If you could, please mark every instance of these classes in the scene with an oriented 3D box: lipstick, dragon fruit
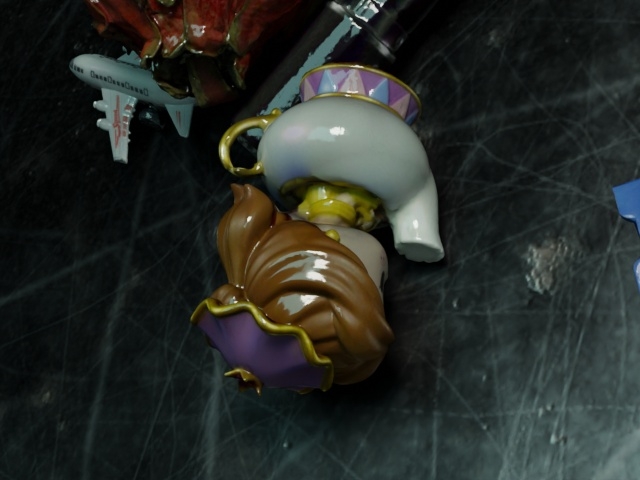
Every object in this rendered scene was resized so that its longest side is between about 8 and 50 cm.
[{"bbox_3d":[0.042,-0.184,1.135,0.299,0.081,0.081,-49,49,4],"label":"lipstick"},{"bbox_3d":[-0.098,-0.261,1.140,0.244,0.244,0.299,-14,79,27],"label":"dragon fruit"}]

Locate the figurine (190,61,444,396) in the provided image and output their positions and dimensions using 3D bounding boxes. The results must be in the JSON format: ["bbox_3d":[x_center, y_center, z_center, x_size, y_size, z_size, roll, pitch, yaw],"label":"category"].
[{"bbox_3d":[0.000,0.000,1.019,0.189,0.142,0.263,14,67,2],"label":"figurine"}]

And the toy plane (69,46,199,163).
[{"bbox_3d":[-0.173,-0.149,1.270,0.171,0.065,0.162,16,75,40],"label":"toy plane"}]

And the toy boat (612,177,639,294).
[{"bbox_3d":[0.345,-0.018,0.846,0.295,0.088,0.129,-16,56,13],"label":"toy boat"}]
